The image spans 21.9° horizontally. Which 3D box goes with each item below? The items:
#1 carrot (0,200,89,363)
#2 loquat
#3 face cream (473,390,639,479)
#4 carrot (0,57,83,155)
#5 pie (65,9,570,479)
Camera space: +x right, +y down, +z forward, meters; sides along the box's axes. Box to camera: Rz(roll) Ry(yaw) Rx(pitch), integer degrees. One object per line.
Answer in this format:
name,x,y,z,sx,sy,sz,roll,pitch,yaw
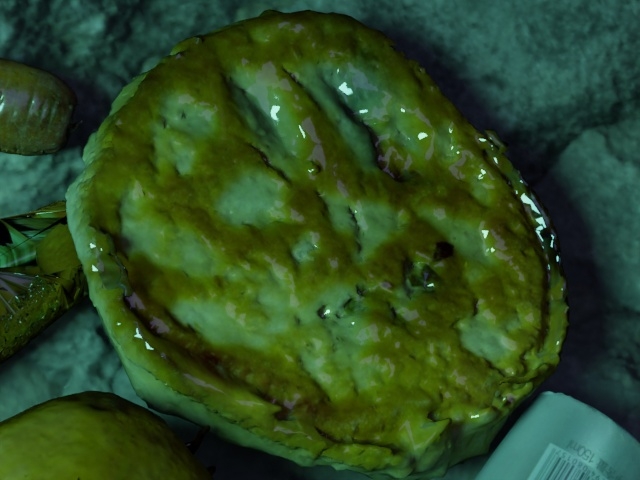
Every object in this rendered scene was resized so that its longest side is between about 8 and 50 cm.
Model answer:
carrot,-0.224,0.061,0.954,0.228,0.069,0.069,-40,83,-19
loquat,-0.143,0.175,0.863,0.234,0.176,0.187,-43,50,-19
face cream,0.095,0.217,0.956,0.107,0.073,0.269,33,69,6
carrot,-0.267,-0.093,0.999,0.247,0.059,0.059,8,71,-6
pie,0.000,0.000,0.992,0.315,0.092,0.315,8,65,-18
